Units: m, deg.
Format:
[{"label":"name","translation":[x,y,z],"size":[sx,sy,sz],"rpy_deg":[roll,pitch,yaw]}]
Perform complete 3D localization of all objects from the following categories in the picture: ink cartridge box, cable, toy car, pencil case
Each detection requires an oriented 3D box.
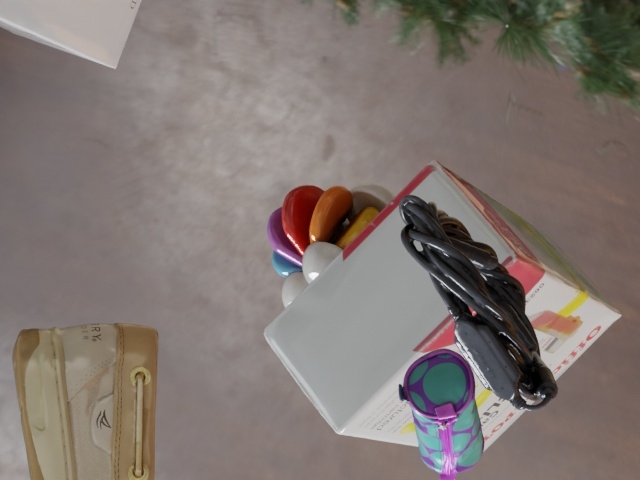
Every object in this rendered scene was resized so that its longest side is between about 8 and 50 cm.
[{"label":"ink cartridge box","translation":[0.161,0.099,1.507],"size":[0.279,0.385,0.160],"rpy_deg":[-47,60,12]},{"label":"cable","translation":[0.122,0.036,0.958],"size":[0.047,0.150,0.184],"rpy_deg":[-33,97,21]},{"label":"toy car","translation":[0.000,0.000,1.553],"size":[0.136,0.159,0.182],"rpy_deg":[35,144,0]},{"label":"pencil case","translation":[0.110,0.156,1.129],"size":[0.064,0.151,0.070],"rpy_deg":[-3,60,10]}]

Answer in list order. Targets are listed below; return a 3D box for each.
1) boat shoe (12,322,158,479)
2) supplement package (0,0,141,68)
[{"label":"boat shoe","translation":[-0.066,0.111,0.444],"size":[0.059,0.063,0.170],"rpy_deg":[-10,93,-12]},{"label":"supplement package","translation":[-0.343,-0.331,1.435],"size":[0.175,0.293,0.177],"rpy_deg":[22,93,25]}]
